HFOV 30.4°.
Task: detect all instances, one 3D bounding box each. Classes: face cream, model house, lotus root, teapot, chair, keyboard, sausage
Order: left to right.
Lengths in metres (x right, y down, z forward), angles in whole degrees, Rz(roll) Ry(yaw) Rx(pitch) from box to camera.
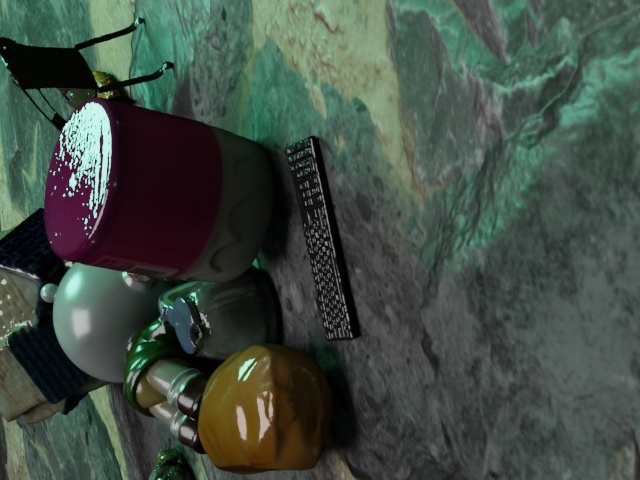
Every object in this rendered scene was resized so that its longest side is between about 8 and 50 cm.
[{"bbox_3d":[-0.427,0.112,1.900,0.284,0.243,0.298,-24,106,39],"label":"model house"},{"bbox_3d":[-0.311,-0.194,1.515,0.174,0.213,0.149,58,142,38],"label":"chair"},{"bbox_3d":[-0.173,-0.048,1.256,0.175,0.195,0.175,-20,65,50],"label":"face cream"},{"bbox_3d":[-0.219,0.383,1.723,0.088,0.088,0.165,146,119,-63],"label":"lotus root"},{"bbox_3d":[-0.122,0.075,1.353,0.149,0.108,0.111,58,146,35],"label":"teapot"},{"bbox_3d":[-0.064,0.188,1.269,0.241,0.120,0.136,143,127,-63],"label":"sausage"},{"bbox_3d":[0.000,0.000,1.179,0.061,0.013,0.204,-15,87,64],"label":"keyboard"}]

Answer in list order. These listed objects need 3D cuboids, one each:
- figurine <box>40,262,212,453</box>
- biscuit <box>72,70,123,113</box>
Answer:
[{"bbox_3d":[-0.237,0.138,1.561,0.370,0.167,0.281,39,139,41],"label":"figurine"},{"bbox_3d":[-0.317,-0.129,1.750,0.254,0.035,0.254,33,129,55],"label":"biscuit"}]
